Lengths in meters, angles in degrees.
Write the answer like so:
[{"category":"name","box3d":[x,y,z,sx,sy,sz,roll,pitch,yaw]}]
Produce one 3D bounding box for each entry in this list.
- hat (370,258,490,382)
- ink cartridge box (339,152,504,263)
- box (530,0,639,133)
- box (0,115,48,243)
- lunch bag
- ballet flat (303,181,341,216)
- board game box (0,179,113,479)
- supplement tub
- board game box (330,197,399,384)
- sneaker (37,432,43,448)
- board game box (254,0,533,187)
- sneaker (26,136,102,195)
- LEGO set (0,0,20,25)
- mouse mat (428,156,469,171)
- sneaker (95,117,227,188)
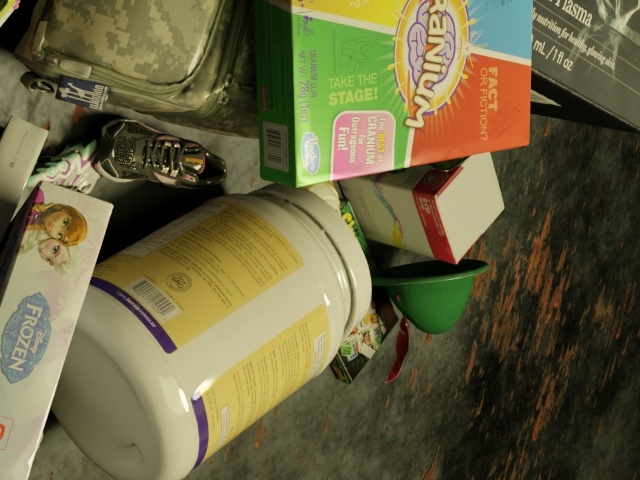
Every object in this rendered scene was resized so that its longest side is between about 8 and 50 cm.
[{"category":"hat","box3d":[0.161,0.128,1.613,0.208,0.173,0.183,-46,130,-82]},{"category":"ink cartridge box","box3d":[0.136,-0.070,1.570,0.128,0.176,0.127,-48,134,-28]},{"category":"box","box3d":[0.293,-0.434,1.521,0.480,0.297,0.471,12,93,-52]},{"category":"box","box3d":[-0.301,-0.037,1.054,0.038,0.186,0.145,24,86,-18]},{"category":"lunch bag","box3d":[-0.148,-0.264,1.134,0.256,0.212,0.305,15,92,-36]},{"category":"ballet flat","box3d":[0.000,0.000,1.480,0.080,0.073,0.232,-3,96,-37]},{"category":"board game box","box3d":[-0.287,0.136,0.990,0.066,0.318,0.318,20,71,-18]},{"category":"supplement tub","box3d":[-0.125,0.093,1.267,0.331,0.241,0.241,-33,128,-39]},{"category":"board game box","box3d":[0.032,0.075,1.622,0.136,0.030,0.259,-48,136,-24]},{"category":"sneaker","box3d":[-0.363,0.215,1.153,0.115,0.090,0.232,30,80,-48]},{"category":"board game box","box3d":[0.081,-0.196,1.147,0.316,0.064,0.242,-13,109,-35]},{"category":"sneaker","box3d":[-0.266,-0.060,1.195,0.098,0.038,0.069,-34,128,-37]},{"category":"LEGO set","box3d":[-0.316,-0.254,0.967,0.132,0.107,0.287,40,61,-60]},{"category":"mouse mat","box3d":[0.134,-0.162,1.522,0.152,0.190,0.007,-35,146,-38]},{"category":"sneaker","box3d":[-0.168,-0.093,1.253,0.178,0.077,0.072,1,95,-58]}]
